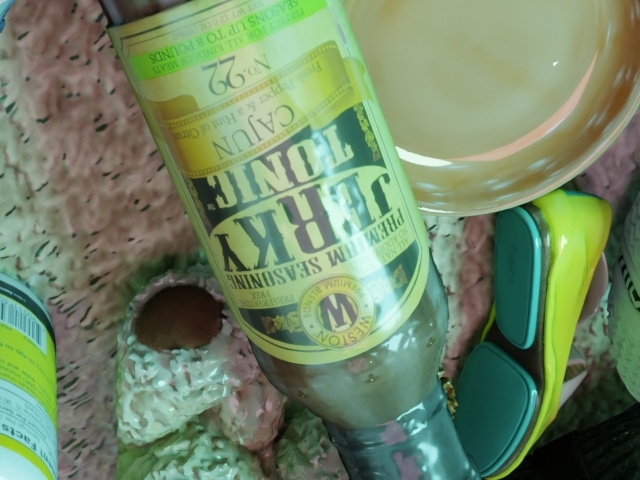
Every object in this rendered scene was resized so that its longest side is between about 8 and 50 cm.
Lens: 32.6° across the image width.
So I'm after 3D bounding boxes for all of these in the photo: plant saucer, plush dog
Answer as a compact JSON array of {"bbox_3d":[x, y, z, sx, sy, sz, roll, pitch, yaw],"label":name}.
[{"bbox_3d":[0.088,-0.104,0.603,0.199,0.037,0.200,-7,127,-10],"label":"plant saucer"},{"bbox_3d":[-0.015,0.164,0.684,0.225,0.263,0.210,3,158,-5],"label":"plush dog"}]

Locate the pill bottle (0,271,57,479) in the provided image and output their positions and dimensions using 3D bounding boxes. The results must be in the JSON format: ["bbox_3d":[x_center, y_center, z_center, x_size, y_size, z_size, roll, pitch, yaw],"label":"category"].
[{"bbox_3d":[-0.201,0.117,0.584,0.119,0.208,0.119,-6,126,-9],"label":"pill bottle"}]

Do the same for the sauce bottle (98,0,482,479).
[{"bbox_3d":[0.000,0.000,0.547,0.111,0.111,0.344,-23,108,3],"label":"sauce bottle"}]

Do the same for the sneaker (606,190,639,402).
[{"bbox_3d":[0.329,-0.034,0.636,0.210,0.137,0.366,13,118,-18],"label":"sneaker"}]

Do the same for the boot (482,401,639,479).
[{"bbox_3d":[0.222,0.205,0.685,0.260,0.348,0.131,-27,100,3],"label":"boot"}]

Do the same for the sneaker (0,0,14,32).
[{"bbox_3d":[-0.172,-0.104,0.451,0.319,0.112,0.131,-34,149,9],"label":"sneaker"}]

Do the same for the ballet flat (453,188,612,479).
[{"bbox_3d":[0.145,0.066,0.723,0.077,0.077,0.231,-12,127,-25],"label":"ballet flat"}]
